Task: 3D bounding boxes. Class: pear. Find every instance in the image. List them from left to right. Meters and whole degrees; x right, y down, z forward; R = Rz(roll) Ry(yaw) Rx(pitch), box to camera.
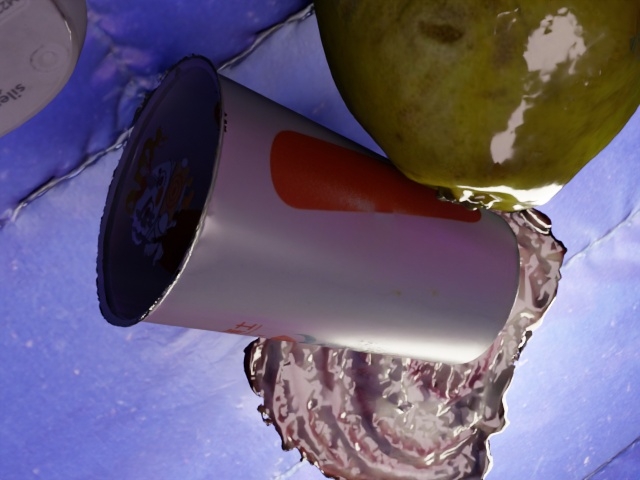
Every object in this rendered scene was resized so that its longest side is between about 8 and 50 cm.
[{"bbox_3d":[0.119,-0.179,0.695,0.269,0.269,0.321,27,67,-44],"label":"pear"}]

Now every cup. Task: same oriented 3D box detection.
[{"bbox_3d":[0.000,0.000,0.753,0.288,0.203,0.203,18,112,-28],"label":"cup"}]

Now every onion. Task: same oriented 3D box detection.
[{"bbox_3d":[0.070,0.075,0.960,0.280,0.146,0.314,19,104,-19],"label":"onion"}]

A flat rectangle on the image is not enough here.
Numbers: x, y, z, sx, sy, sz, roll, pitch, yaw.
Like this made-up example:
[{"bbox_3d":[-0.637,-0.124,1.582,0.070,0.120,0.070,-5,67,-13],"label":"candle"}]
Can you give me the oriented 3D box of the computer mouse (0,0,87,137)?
[{"bbox_3d":[-0.266,-0.164,0.548,0.184,0.121,0.297,-37,151,8],"label":"computer mouse"}]
